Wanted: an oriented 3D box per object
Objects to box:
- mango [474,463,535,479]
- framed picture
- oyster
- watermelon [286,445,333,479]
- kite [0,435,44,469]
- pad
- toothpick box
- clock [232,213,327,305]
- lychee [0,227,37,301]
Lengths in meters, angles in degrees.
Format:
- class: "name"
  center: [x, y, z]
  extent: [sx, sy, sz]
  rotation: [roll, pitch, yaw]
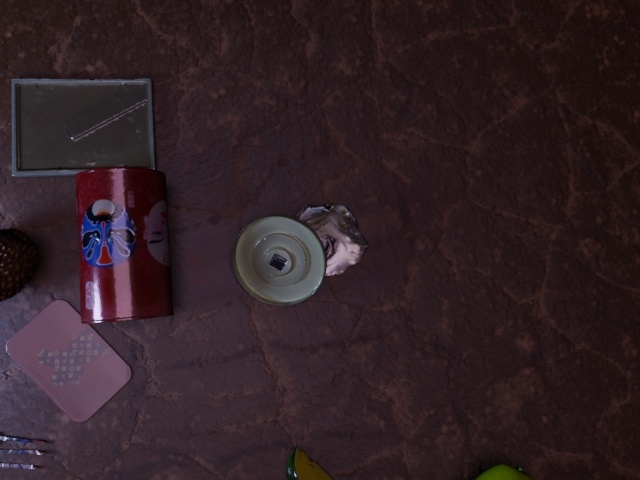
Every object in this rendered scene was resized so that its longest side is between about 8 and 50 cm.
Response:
- class: "mango"
  center: [0.408, 0.711, 1.334]
  extent: [0.343, 0.156, 0.192]
  rotation: [-41, 83, -6]
- class: "framed picture"
  center: [-0.585, -0.282, 1.342]
  extent: [0.335, 0.022, 0.247]
  rotation: [-3, 85, -9]
- class: "oyster"
  center: [0.000, 0.000, 1.372]
  extent: [0.214, 0.083, 0.223]
  rotation: [-35, 115, 10]
- class: "watermelon"
  center: [-0.019, 0.600, 1.318]
  extent: [0.092, 0.075, 0.181]
  rotation: [-44, 91, -14]
- class: "kite"
  center: [-0.757, 0.491, 1.249]
  extent: [0.229, 0.016, 0.127]
  rotation: [9, 86, -5]
- class: "pad"
  center: [-0.600, 0.287, 1.296]
  extent: [0.181, 0.004, 0.267]
  rotation: [-44, 93, -10]
- class: "toothpick box"
  center: [-0.449, 0.015, 1.245]
  extent: [0.204, 0.204, 0.333]
  rotation: [-5, 86, -9]
- class: "clock"
  center: [-0.101, 0.050, 1.325]
  extent: [0.235, 0.029, 0.235]
  rotation: [3, 109, 10]
- class: "lychee"
  center: [-0.742, 0.052, 1.214]
  extent: [0.188, 0.188, 0.188]
  rotation: [1, 85, -9]
